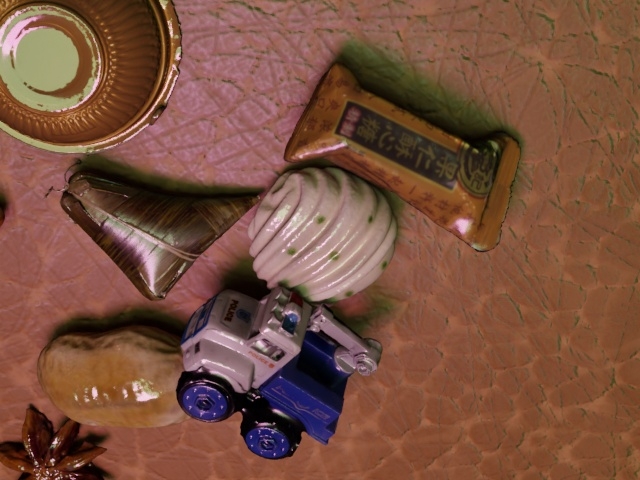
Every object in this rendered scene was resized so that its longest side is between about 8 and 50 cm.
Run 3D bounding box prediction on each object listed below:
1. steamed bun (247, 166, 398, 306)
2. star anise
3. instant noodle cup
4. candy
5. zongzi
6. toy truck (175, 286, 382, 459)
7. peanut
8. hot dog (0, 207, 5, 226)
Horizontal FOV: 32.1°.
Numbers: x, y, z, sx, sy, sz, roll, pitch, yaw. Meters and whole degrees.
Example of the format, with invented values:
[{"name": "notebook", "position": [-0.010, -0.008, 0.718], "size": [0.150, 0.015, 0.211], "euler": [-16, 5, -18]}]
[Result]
[{"name": "steamed bun", "position": [0.000, 0.000, 1.316], "size": [0.182, 0.106, 0.183], "euler": [0, 113, -1]}, {"name": "star anise", "position": [-0.358, 0.298, 1.475], "size": [0.167, 0.057, 0.168], "euler": [0, 114, 0]}, {"name": "instant noodle cup", "position": [-0.293, -0.210, 1.239], "size": [0.274, 0.091, 0.274], "euler": [0, 112, 1]}, {"name": "candy", "position": [0.105, -0.099, 1.269], "size": [0.271, 0.101, 0.143], "euler": [24, 84, -11]}, {"name": "zongzi", "position": [-0.197, -0.051, 1.319], "size": [0.184, 0.084, 0.187], "euler": [-43, 102, 2]}, {"name": "toy truck", "position": [-0.052, 0.140, 1.319], "size": [0.213, 0.161, 0.177], "euler": [34, 130, -16]}, {"name": "peanut", "position": [-0.245, 0.169, 1.383], "size": [0.224, 0.129, 0.129], "euler": [-2, 113, 2]}, {"name": "hot dog", "position": [-0.486, 0.057, 1.362], "size": [0.061, 0.088, 0.286], "euler": [39, 106, -9]}]
